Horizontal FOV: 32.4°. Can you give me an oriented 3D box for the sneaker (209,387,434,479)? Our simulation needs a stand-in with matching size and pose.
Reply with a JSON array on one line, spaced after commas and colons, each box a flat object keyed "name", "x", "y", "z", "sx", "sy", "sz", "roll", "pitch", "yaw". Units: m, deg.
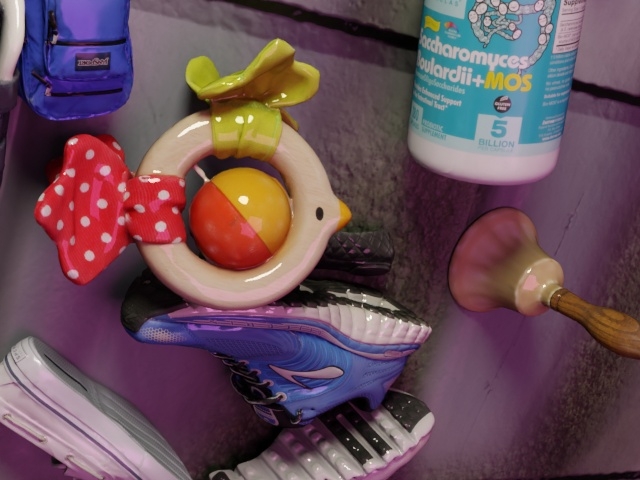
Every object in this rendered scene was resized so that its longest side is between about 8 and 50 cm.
[{"name": "sneaker", "x": -0.011, "y": 0.253, "z": 1.142, "sx": 0.292, "sy": 0.110, "sz": 0.118, "roll": -28, "pitch": 136, "yaw": -14}]

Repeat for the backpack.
[{"name": "backpack", "x": -0.188, "y": -0.149, "z": 0.821, "sx": 0.098, "sy": 0.101, "sz": 0.120, "roll": -5, "pitch": 116, "yaw": -23}]

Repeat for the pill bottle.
[{"name": "pill bottle", "x": 0.164, "y": -0.194, "z": 1.009, "sx": 0.146, "sy": 0.146, "sz": 0.264, "roll": -9, "pitch": 116, "yaw": -31}]

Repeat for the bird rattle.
[{"name": "bird rattle", "x": -0.088, "y": -0.037, "z": 0.878, "sx": 0.253, "sy": 0.143, "sz": 0.207, "roll": -43, "pitch": 98, "yaw": -20}]

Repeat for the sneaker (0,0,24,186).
[{"name": "sneaker", "x": -0.276, "y": -0.108, "z": 0.764, "sx": 0.126, "sy": 0.127, "sz": 0.321, "roll": -13, "pitch": 120, "yaw": -31}]

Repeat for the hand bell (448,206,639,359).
[{"name": "hand bell", "x": 0.255, "y": 0.066, "z": 1.133, "sx": 0.126, "sy": 0.242, "sz": 0.126, "roll": -16, "pitch": 120, "yaw": -29}]

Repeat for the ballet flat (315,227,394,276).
[{"name": "ballet flat", "x": 0.000, "y": 0.000, "z": 1.063, "sx": 0.173, "sy": 0.057, "sz": 0.049, "roll": 13, "pitch": 64, "yaw": -39}]

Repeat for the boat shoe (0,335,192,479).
[{"name": "boat shoe", "x": -0.209, "y": 0.174, "z": 0.985, "sx": 0.076, "sy": 0.083, "sz": 0.226, "roll": -40, "pitch": 118, "yaw": 3}]

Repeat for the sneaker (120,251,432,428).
[{"name": "sneaker", "x": -0.040, "y": 0.107, "z": 1.026, "sx": 0.330, "sy": 0.130, "sz": 0.147, "roll": 15, "pitch": 100, "yaw": -38}]
